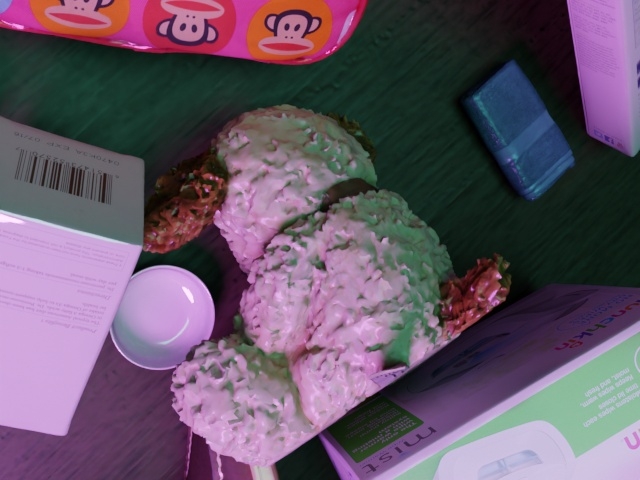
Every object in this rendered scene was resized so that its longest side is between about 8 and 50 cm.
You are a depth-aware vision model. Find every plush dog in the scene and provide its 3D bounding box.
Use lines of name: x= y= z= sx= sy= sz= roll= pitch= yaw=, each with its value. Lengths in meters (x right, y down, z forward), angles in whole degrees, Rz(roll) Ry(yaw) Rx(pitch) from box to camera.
plush dog: x=0.000 y=0.000 z=0.636 sx=0.262 sy=0.210 sz=0.225 roll=-21 pitch=72 yaw=-49

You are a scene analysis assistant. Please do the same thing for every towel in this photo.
towel: x=0.177 y=-0.098 z=0.789 sx=0.067 sy=0.029 sz=0.119 roll=-40 pitch=109 yaw=-12

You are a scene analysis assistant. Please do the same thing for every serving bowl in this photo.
serving bowl: x=-0.127 y=0.059 z=0.695 sx=0.083 sy=0.027 sz=0.083 roll=-3 pitch=98 yaw=-20

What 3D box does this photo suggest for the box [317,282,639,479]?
box: x=0.147 y=0.149 z=0.678 sx=0.262 sy=0.231 sz=0.127 roll=-28 pitch=92 yaw=-8

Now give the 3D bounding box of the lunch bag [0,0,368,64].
lunch bag: x=-0.088 y=-0.251 z=0.558 sx=0.293 sy=0.120 sz=0.258 roll=3 pitch=137 yaw=-20

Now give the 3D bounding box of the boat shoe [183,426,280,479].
boat shoe: x=-0.098 y=0.280 z=0.689 sx=0.123 sy=0.123 sz=0.342 roll=-4 pitch=104 yaw=-21

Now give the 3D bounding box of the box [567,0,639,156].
box: x=0.289 y=-0.244 z=0.704 sx=0.232 sy=0.058 sz=0.322 roll=-50 pitch=148 yaw=-9

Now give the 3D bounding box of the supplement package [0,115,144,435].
supplement package: x=-0.194 y=0.028 z=0.586 sx=0.105 sy=0.105 sz=0.179 roll=16 pitch=122 yaw=-22
